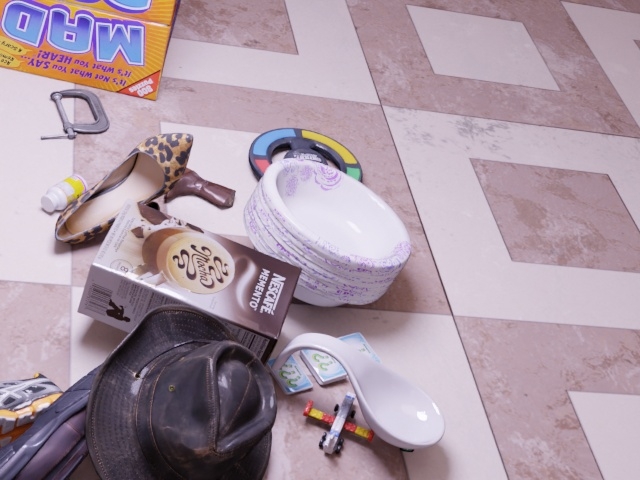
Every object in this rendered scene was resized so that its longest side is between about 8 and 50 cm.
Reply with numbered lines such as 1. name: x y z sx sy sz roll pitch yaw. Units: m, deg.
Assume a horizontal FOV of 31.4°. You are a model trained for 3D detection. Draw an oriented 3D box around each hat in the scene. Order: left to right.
1. hat: -0.143 0.233 1.514 0.331 0.134 0.331 22 60 -43

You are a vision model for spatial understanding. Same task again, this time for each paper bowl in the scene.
1. paper bowl: 0.000 0.000 1.940 0.284 0.148 0.284 25 30 -16

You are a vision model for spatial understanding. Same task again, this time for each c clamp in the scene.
1. c clamp: -0.476 -0.247 2.189 0.137 0.022 0.161 -1 42 -22

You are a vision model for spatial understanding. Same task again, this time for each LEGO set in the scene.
1. LEGO set: 0.048 0.238 1.771 0.182 0.060 0.244 -13 47 -28

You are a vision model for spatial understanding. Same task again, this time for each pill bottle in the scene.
1. pill bottle: -0.445 -0.080 1.977 0.043 0.043 0.083 31 40 17

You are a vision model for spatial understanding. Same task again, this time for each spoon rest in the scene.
1. spoon rest: 0.064 0.221 1.708 0.276 0.084 0.137 28 32 7

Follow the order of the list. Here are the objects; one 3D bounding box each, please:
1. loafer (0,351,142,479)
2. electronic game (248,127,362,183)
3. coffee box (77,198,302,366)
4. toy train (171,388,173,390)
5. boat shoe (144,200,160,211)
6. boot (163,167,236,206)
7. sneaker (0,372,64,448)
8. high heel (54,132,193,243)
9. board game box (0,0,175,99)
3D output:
1. loafer: -0.335 0.267 1.509 0.302 0.109 0.095 -42 106 -29
2. electronic game: -0.029 -0.148 2.225 0.229 0.048 0.229 11 38 -9
3. coffee box: -0.198 0.076 1.754 0.297 0.119 0.168 22 41 -4
4. toy train: -0.277 0.249 1.598 0.143 0.105 0.248 24 37 26
5. boat shoe: -0.311 -0.002 1.913 0.066 0.066 0.183 15 37 -4
6. boot: -0.218 -0.084 2.083 0.114 0.037 0.106 28 41 6
7. sneaker: -0.447 0.237 1.558 0.214 0.084 0.083 -8 42 -43
8. high heel: -0.324 -0.081 1.880 0.093 0.261 0.186 52 36 -8
9. board game box: -0.456 -0.558 2.309 0.356 0.356 0.357 12 38 -8
